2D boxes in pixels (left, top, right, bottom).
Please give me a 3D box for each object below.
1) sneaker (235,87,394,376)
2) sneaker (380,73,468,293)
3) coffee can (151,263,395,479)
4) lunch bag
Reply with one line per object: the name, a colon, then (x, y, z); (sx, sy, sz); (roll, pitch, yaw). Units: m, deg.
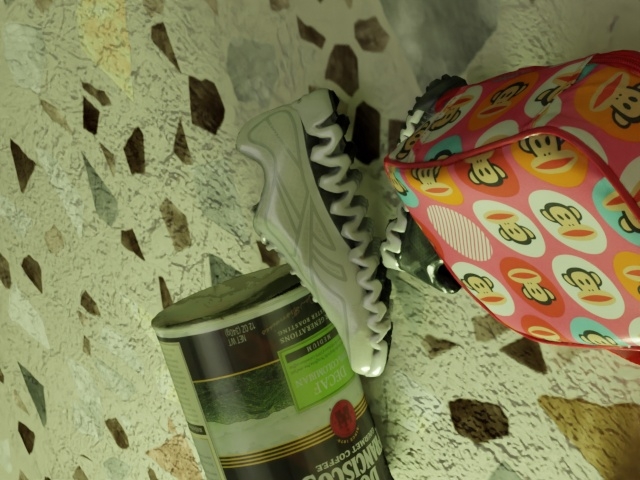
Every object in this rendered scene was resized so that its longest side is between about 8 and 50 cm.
sneaker: (0.000, 0.000, 1.255); (0.110, 0.118, 0.292); (-56, -50, -81)
sneaker: (0.121, -0.042, 1.139); (0.106, 0.078, 0.234); (37, 140, 28)
coffee can: (-0.049, 0.185, 1.373); (0.201, 0.201, 0.275); (-6, 105, 53)
lunch bag: (0.202, -0.006, 0.956); (0.258, 0.120, 0.293); (51, 159, -17)
